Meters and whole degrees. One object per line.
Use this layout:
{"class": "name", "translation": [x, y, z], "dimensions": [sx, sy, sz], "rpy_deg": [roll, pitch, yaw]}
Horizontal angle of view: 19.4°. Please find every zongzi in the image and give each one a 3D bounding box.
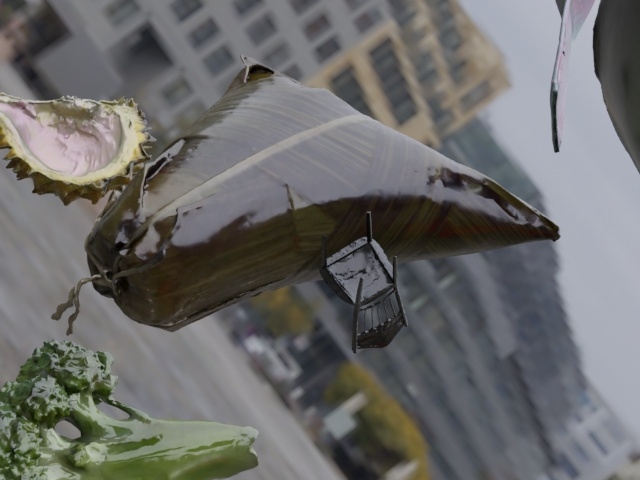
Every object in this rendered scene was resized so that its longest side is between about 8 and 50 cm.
{"class": "zongzi", "translation": [0.000, 0.000, 1.147], "dimensions": [0.241, 0.247, 0.111], "rpy_deg": [21, -54, 17]}

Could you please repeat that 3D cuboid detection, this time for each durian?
{"class": "durian", "translation": [-0.288, -0.096, 1.952], "dimensions": [0.078, 0.224, 0.140], "rpy_deg": [108, -7, -57]}

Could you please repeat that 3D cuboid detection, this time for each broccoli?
{"class": "broccoli", "translation": [-0.268, 0.242, 2.089], "dimensions": [0.254, 0.302, 0.186], "rpy_deg": [51, -37, 17]}

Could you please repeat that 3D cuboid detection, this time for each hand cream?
{"class": "hand cream", "translation": [0.261, -0.208, 1.979], "dimensions": [0.079, 0.050, 0.275], "rpy_deg": [52, 34, -30]}

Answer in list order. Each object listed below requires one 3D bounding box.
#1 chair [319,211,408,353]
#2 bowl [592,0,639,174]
{"class": "chair", "translation": [0.023, 0.022, 1.023], "dimensions": [0.042, 0.037, 0.086], "rpy_deg": [54, -16, 29]}
{"class": "bowl", "translation": [0.357, -0.094, 1.194], "dimensions": [0.354, 0.354, 0.185], "rpy_deg": [55, 21, -25]}
